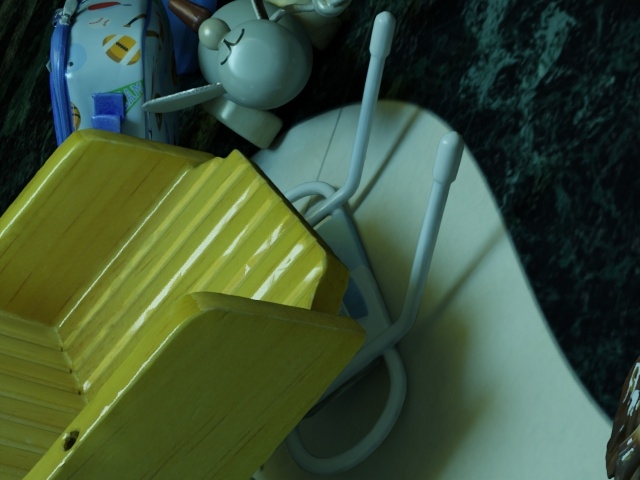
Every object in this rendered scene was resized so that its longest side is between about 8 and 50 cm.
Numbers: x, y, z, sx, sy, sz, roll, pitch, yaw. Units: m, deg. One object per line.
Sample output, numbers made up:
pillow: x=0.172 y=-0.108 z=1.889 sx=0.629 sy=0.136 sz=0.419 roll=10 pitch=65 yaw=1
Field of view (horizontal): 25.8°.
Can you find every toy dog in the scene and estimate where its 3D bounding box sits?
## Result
toy dog: x=-0.079 y=-0.190 z=1.284 sx=0.220 sy=0.161 sz=0.334 roll=-60 pitch=3 yaw=-15

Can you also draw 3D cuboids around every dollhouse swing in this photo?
dollhouse swing: x=-0.218 y=0.022 z=0.966 sx=0.315 sy=0.305 sz=0.347 roll=-50 pitch=30 yaw=5

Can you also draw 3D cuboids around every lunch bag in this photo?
lunch bag: x=-0.207 y=-0.105 z=1.412 sx=0.243 sy=0.115 sz=0.303 roll=-92 pitch=-1 yaw=-63

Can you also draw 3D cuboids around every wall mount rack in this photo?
wall mount rack: x=0.000 y=0.000 z=1.102 sx=0.304 sy=0.130 sz=0.350 roll=-40 pitch=34 yaw=14

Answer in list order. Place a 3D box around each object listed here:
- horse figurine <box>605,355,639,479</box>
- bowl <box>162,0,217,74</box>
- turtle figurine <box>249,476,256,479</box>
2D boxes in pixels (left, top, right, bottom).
horse figurine: x=0.227 y=0.085 z=0.686 sx=0.263 sy=0.066 sz=0.174 roll=-4 pitch=69 yaw=57
bowl: x=-0.191 y=-0.391 z=1.652 sx=0.391 sy=0.077 sz=0.391 roll=178 pitch=90 yaw=-74
turtle figurine: x=-0.142 y=0.205 z=1.212 sx=0.269 sy=0.087 sz=0.217 roll=-28 pitch=43 yaw=46
